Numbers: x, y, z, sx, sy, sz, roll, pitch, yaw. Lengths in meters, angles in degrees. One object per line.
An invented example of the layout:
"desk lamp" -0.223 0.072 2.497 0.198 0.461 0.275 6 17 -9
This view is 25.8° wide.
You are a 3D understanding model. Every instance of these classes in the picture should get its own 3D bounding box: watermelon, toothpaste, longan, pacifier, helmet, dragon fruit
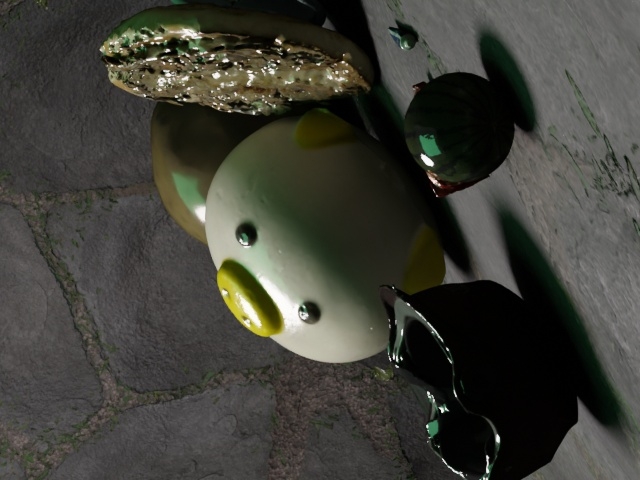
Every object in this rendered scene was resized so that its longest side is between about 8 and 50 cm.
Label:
"watermelon" 0.127 -0.107 1.337 0.105 0.105 0.133 62 158 -9
"toothpaste" 0.093 -0.229 1.587 0.027 0.019 0.083 45 -175 -16
"longan" -0.116 -0.147 2.385 0.404 0.336 0.404 48 -162 -22
"pacifier" -0.103 -0.395 1.975 0.299 0.244 0.233 -121 35 -56
"helmet" 0.205 0.154 1.694 0.305 0.177 0.225 70 168 -17
"dragon fruit" 0.129 -0.115 1.589 0.131 0.063 0.097 62 176 -4

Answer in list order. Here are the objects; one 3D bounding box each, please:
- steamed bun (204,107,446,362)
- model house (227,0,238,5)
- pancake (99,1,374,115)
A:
"steamed bun" 0.003 -0.003 2.065 0.374 0.334 0.334 49 176 1
"model house" -0.087 -0.428 1.715 0.219 0.207 0.136 62 -147 -20
"pancake" -0.119 -0.239 1.889 0.382 0.382 0.071 85 -173 -80
